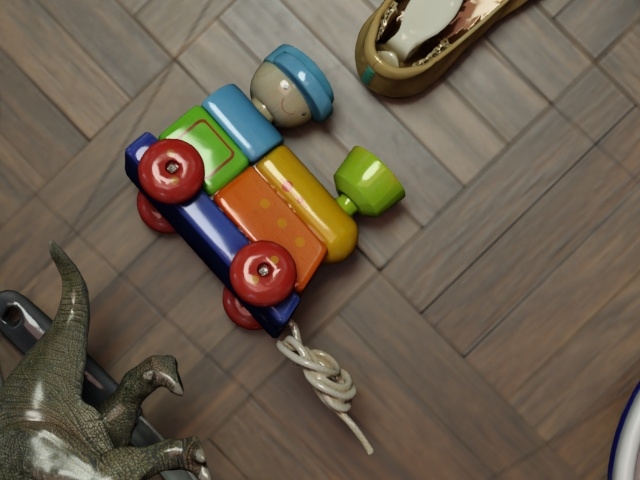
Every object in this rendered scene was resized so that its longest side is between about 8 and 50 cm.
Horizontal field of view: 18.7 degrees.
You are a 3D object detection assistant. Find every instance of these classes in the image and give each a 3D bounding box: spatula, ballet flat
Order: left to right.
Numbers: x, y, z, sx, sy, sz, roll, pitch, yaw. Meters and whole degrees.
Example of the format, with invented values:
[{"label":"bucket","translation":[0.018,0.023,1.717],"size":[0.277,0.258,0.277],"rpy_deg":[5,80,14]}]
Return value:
[{"label":"spatula","translation":[-0.111,0.140,1.286],"size":[0.296,0.030,0.084],"rpy_deg":[44,99,6]},{"label":"ballet flat","translation":[0.114,-0.183,1.266],"size":[0.080,0.073,0.232],"rpy_deg":[41,90,5]}]

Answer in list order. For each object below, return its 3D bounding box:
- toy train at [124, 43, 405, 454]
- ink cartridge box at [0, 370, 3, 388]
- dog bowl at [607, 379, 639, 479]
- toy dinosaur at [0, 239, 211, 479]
[{"label":"toy train","translation":[0.000,0.000,1.259],"size":[0.143,0.105,0.248],"rpy_deg":[-41,84,-12]},{"label":"ink cartridge box","translation":[-0.254,0.060,1.262],"size":[0.063,0.109,0.150],"rpy_deg":[-14,86,3]},{"label":"dog bowl","translation":[0.312,0.160,1.216],"size":[0.265,0.104,0.265],"rpy_deg":[0,86,4]},{"label":"toy dinosaur","translation":[-0.146,0.163,1.203],"size":[0.160,0.121,0.313],"rpy_deg":[-16,107,-6]}]
